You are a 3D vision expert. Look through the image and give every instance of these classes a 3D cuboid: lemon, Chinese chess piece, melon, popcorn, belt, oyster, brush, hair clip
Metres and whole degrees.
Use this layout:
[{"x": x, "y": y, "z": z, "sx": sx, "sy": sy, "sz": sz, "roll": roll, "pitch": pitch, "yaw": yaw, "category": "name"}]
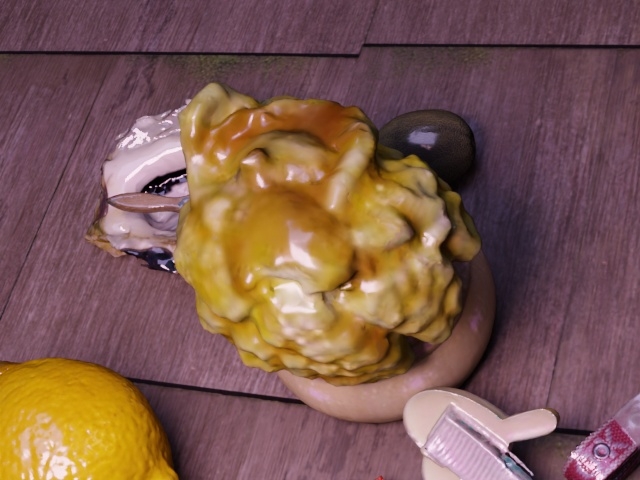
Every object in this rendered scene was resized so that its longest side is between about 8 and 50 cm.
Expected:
[{"x": -0.274, "y": 0.245, "z": 1.404, "sx": 0.253, "sy": 0.228, "sz": 0.228, "roll": 25, "pitch": 70, "yaw": 32, "category": "lemon"}, {"x": 0.062, "y": 0.074, "z": 1.457, "sx": 0.270, "sy": 0.112, "sz": 0.270, "roll": -11, "pitch": 54, "yaw": 16, "category": "Chinese chess piece"}, {"x": 0.123, "y": -0.110, "z": 1.565, "sx": 0.131, "sy": 0.098, "sz": 0.098, "roll": -2, "pitch": 57, "yaw": 17, "category": "melon"}, {"x": -0.007, "y": -0.003, "z": 1.314, "sx": 0.335, "sy": 0.274, "sz": 0.279, "roll": 21, "pitch": 97, "yaw": 42, "category": "popcorn"}, {"x": 0.340, "y": 0.171, "z": 1.309, "sx": 0.232, "sy": 0.071, "sz": 0.053, "roll": -42, "pitch": 59, "yaw": -5, "category": "belt"}, {"x": -0.151, "y": -0.053, "z": 1.633, "sx": 0.351, "sy": 0.115, "sz": 0.238, "roll": -14, "pitch": 62, "yaw": 19, "category": "oyster"}, {"x": -0.163, "y": -0.041, "z": 1.551, "sx": 0.196, "sy": 0.021, "sz": 0.070, "roll": 3, "pitch": 65, "yaw": 12, "category": "brush"}, {"x": 0.175, "y": 0.221, "z": 1.304, "sx": 0.218, "sy": 0.071, "sz": 0.159, "roll": 42, "pitch": 113, "yaw": 27, "category": "hair clip"}]

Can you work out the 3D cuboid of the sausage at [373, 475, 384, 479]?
[{"x": 0.018, "y": 0.296, "z": 1.371, "sx": 0.129, "sy": 0.034, "sz": 0.034, "roll": -32, "pitch": 52, "yaw": -1, "category": "sausage"}]
